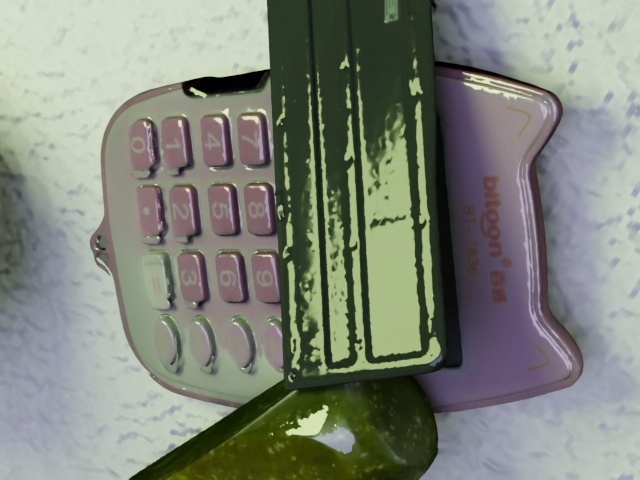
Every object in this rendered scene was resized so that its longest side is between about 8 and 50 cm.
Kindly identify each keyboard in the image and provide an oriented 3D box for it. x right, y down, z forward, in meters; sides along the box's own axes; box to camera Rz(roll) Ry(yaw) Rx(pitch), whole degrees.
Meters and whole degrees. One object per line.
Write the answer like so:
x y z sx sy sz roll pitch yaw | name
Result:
0.009 -0.118 0.875 0.103 0.041 0.381 -9 83 30 | keyboard

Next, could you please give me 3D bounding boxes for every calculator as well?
0.001 -0.001 0.934 0.294 0.043 0.194 -1 102 28 | calculator

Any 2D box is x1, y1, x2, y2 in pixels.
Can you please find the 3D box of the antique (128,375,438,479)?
-0.035 0.134 0.930 0.081 0.080 0.221 50 127 -5 | antique
